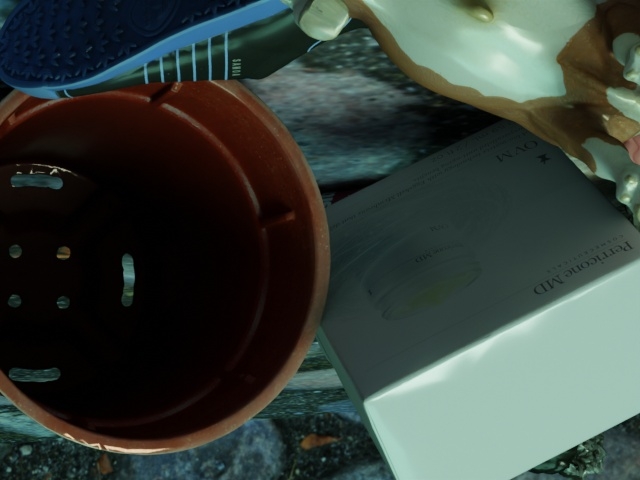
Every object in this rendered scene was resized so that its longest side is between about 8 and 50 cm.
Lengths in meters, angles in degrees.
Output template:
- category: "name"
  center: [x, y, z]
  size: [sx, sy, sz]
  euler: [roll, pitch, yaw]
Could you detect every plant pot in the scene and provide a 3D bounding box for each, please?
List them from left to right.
- category: "plant pot"
  center: [-0.172, 0.017, 1.146]
  size: [0.272, 0.272, 0.265]
  euler: [5, 173, -26]

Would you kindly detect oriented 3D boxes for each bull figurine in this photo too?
- category: "bull figurine"
  center: [0.103, -0.103, 0.760]
  size: [0.310, 0.101, 0.188]
  euler: [23, -162, -14]

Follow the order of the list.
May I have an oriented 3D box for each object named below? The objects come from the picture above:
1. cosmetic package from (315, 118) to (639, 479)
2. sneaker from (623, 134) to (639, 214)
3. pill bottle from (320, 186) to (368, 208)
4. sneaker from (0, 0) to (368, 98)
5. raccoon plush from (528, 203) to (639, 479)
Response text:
- category: "cosmetic package"
  center: [0.113, 0.049, 1.140]
  size: [0.224, 0.224, 0.138]
  euler: [-27, 127, -4]
- category: "sneaker"
  center: [0.255, -0.095, 1.004]
  size: [0.136, 0.116, 0.314]
  euler: [-6, 165, 11]
- category: "pill bottle"
  center: [0.000, 0.000, 1.403]
  size: [0.152, 0.086, 0.086]
  euler: [-7, 165, 18]
- category: "sneaker"
  center: [-0.080, -0.122, 0.913]
  size: [0.232, 0.081, 0.090]
  euler: [-11, 156, 28]
- category: "raccoon plush"
  center: [0.170, 0.015, 1.427]
  size: [0.446, 0.299, 0.216]
  euler: [26, -165, 7]
